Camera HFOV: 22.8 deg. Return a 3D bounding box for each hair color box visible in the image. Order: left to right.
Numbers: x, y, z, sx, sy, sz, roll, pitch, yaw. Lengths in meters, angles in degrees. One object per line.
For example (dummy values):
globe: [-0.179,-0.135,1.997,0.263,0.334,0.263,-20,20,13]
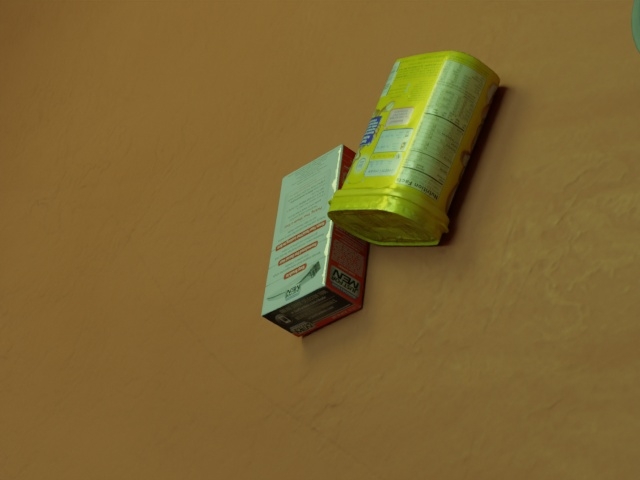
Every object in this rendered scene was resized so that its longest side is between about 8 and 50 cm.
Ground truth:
hair color box: [0.000,0.000,1.549,0.093,0.053,0.167,-27,42,41]

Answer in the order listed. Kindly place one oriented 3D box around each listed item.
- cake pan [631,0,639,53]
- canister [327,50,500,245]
cake pan: [0.339,-0.213,1.070,0.293,0.054,0.293,-42,23,22]
canister: [0.088,-0.086,1.475,0.126,0.073,0.170,0,63,56]
